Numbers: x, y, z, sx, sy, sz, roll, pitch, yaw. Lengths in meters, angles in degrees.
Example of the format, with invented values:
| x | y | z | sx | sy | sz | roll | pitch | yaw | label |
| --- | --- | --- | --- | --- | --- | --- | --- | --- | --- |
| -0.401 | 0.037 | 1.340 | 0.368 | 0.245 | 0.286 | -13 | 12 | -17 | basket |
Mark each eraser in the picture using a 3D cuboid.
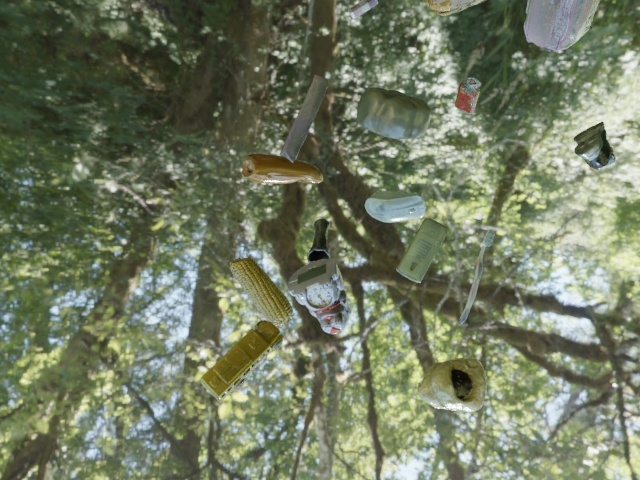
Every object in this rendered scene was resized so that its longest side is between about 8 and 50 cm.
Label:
| x | y | z | sx | sy | sz | roll | pitch | yaw | label |
| --- | --- | --- | --- | --- | --- | --- | --- | --- | --- |
| 0.152 | -0.837 | 1.989 | 0.105 | 0.026 | 0.065 | -28 | -148 | 11 | eraser |

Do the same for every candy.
| x | y | z | sx | sy | sz | roll | pitch | yaw | label |
| --- | --- | --- | --- | --- | --- | --- | --- | --- | --- |
| 0.571 | -0.556 | 2.161 | 0.086 | 0.059 | 0.292 | 24 | 171 | 12 | candy |

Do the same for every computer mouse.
| x | y | z | sx | sy | sz | roll | pitch | yaw | label |
| --- | --- | --- | --- | --- | --- | --- | --- | --- | --- |
| 0.280 | -0.121 | 2.089 | 0.230 | 0.128 | 0.079 | 2 | -129 | 20 | computer mouse |

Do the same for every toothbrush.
| x | y | z | sx | sy | sz | roll | pitch | yaw | label |
| --- | --- | --- | --- | --- | --- | --- | --- | --- | --- |
| 0.426 | 0.099 | 1.517 | 0.021 | 0.269 | 0.027 | 19 | 179 | -19 | toothbrush |

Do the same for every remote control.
| x | y | z | sx | sy | sz | roll | pitch | yaw | label |
| --- | --- | --- | --- | --- | --- | --- | --- | --- | --- |
| 0.365 | 0.034 | 1.989 | 0.098 | 0.233 | 0.038 | 29 | 165 | 9 | remote control |

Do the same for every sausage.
| x | y | z | sx | sy | sz | roll | pitch | yaw | label |
| --- | --- | --- | --- | --- | --- | --- | --- | --- | --- |
| -0.140 | -0.280 | 2.235 | 0.353 | 0.116 | 0.134 | 1 | 179 | -36 | sausage |

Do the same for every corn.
| x | y | z | sx | sy | sz | roll | pitch | yaw | label |
| --- | --- | --- | --- | --- | --- | --- | --- | --- | --- |
| -0.267 | 0.233 | 2.574 | 0.144 | 0.387 | 0.144 | -35 | -172 | 6 | corn |

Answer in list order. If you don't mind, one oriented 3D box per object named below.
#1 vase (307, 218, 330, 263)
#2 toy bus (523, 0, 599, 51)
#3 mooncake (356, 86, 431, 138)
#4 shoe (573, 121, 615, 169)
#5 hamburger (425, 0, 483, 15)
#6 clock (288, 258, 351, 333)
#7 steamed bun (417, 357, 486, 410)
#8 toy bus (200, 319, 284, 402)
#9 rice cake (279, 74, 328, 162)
| x | y | z | sx | sy | sz | roll | pitch | yaw | label |
| --- | --- | --- | --- | --- | --- | --- | --- | --- | --- |
| 0.000 | 0.000 | 2.591 | 0.115 | 0.115 | 0.237 | 8 | -137 | -2 | vase |
| 0.651 | -0.682 | 1.491 | 0.171 | 0.162 | 0.386 | 44 | 168 | 27 | toy bus |
| 0.259 | -0.454 | 1.963 | 0.274 | 0.135 | 0.275 | 12 | -154 | -6 | mooncake |
| 0.658 | -0.213 | 1.317 | 0.099 | 0.071 | 0.169 | 49 | -140 | -9 | shoe |
| 0.493 | -0.959 | 1.993 | 0.283 | 0.260 | 0.144 | -16 | 168 | 35 | hamburger |
| 0.020 | 0.213 | 1.910 | 0.188 | 0.254 | 0.189 | -22 | -157 | 10 | clock |
| 0.335 | 0.388 | 1.481 | 0.155 | 0.141 | 0.172 | 7 | 161 | -41 | steamed bun |
| -0.286 | 0.433 | 2.054 | 0.121 | 0.123 | 0.335 | 41 | -110 | 14 | toy bus |
| -0.064 | -0.483 | 2.209 | 0.070 | 0.399 | 0.064 | 25 | 163 | -10 | rice cake |
